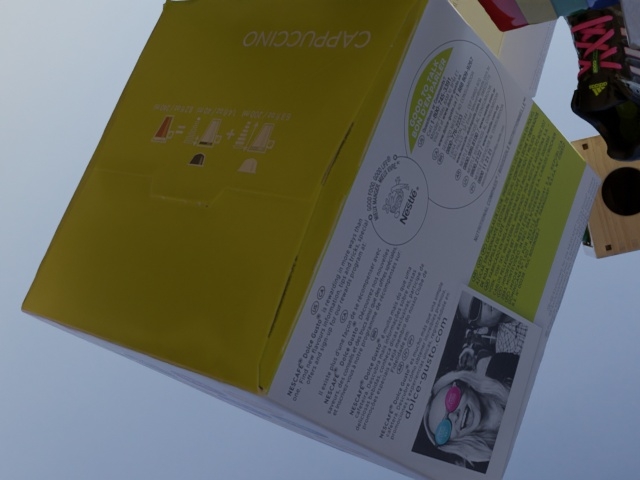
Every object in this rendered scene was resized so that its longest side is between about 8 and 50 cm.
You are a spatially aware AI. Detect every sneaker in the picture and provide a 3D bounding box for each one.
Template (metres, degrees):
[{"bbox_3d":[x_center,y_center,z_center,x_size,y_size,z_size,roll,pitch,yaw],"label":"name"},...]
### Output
[{"bbox_3d":[0.216,-0.131,0.736,0.063,0.170,0.075,-8,-153,49],"label":"sneaker"}]

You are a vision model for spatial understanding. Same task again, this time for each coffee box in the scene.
[{"bbox_3d":[0.000,0.000,0.914,0.338,0.334,0.338,11,-107,44],"label":"coffee box"}]

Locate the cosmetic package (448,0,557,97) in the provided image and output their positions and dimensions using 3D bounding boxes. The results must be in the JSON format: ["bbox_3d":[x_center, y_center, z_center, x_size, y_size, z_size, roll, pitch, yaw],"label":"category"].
[{"bbox_3d":[0.182,-0.271,1.241,0.184,0.151,0.151,25,-67,29],"label":"cosmetic package"}]

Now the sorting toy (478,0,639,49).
[{"bbox_3d":[0.079,-0.222,0.393,0.090,0.257,0.255,-8,-95,20],"label":"sorting toy"}]

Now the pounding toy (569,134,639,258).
[{"bbox_3d":[0.302,-0.088,1.050,0.181,0.094,0.205,-8,85,-81],"label":"pounding toy"}]
